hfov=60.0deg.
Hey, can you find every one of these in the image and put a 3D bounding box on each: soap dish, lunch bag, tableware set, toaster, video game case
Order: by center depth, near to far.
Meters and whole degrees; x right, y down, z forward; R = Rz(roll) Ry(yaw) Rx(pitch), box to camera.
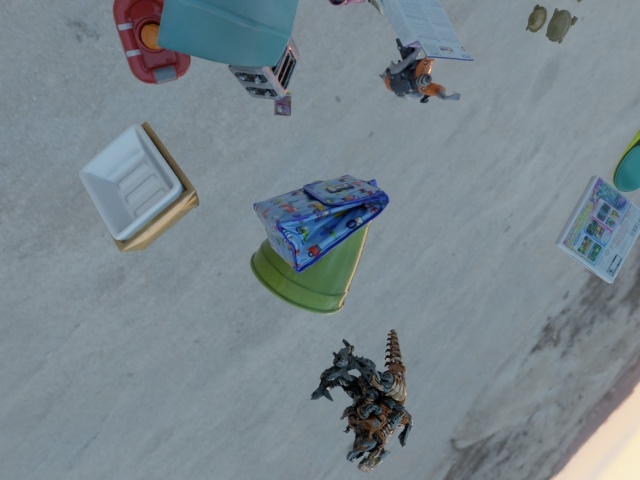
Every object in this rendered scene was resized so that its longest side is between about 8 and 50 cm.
[{"bbox_3d":[0.539,-0.021,1.060,0.157,0.143,0.019,-59,-167,-6],"label":"video game case"},{"bbox_3d":[0.495,-0.500,1.170,0.020,0.168,0.141,4,118,-23],"label":"tableware set"},{"bbox_3d":[0.016,-0.069,1.338,0.293,0.221,0.138,-27,112,-13],"label":"lunch bag"},{"bbox_3d":[-0.448,-0.132,1.377,0.229,0.291,0.118,-40,149,1],"label":"soap dish"},{"bbox_3d":[-0.148,-0.493,1.502,0.168,0.110,0.185,44,65,-69],"label":"toaster"}]

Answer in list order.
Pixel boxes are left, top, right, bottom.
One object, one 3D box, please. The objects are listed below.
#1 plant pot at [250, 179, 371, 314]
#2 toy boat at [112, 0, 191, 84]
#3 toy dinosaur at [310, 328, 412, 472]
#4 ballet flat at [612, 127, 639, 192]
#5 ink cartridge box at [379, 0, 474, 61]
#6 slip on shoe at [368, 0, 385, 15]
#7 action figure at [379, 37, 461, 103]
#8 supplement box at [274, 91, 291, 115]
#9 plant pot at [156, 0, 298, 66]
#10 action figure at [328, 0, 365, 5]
[{"bbox_3d":[0.000,0.000,1.883,0.367,0.366,0.352,-1,127,-52],"label":"plant pot"},{"bbox_3d":[-0.392,-0.483,1.296,0.151,0.151,0.230,-19,115,-14],"label":"toy boat"},{"bbox_3d":[0.108,0.335,1.216,0.164,0.219,0.322,-63,179,27],"label":"toy dinosaur"},{"bbox_3d":[0.637,-0.195,1.055,0.077,0.077,0.230,-55,162,-42],"label":"ballet flat"},{"bbox_3d":[0.250,-0.513,1.331,0.223,0.223,0.045,-15,165,-46],"label":"ink cartridge box"},{"bbox_3d":[0.173,-0.775,1.775,0.041,0.051,0.135,-10,157,20],"label":"slip on shoe"},{"bbox_3d":[0.324,-0.621,1.980,0.179,0.330,0.341,-39,114,-21],"label":"action figure"},{"bbox_3d":[-0.135,-0.489,1.984,0.055,0.043,0.083,0,98,-19],"label":"supplement box"},{"bbox_3d":[-0.173,-0.445,1.074,0.235,0.165,0.166,16,158,-18],"label":"plant pot"},{"bbox_3d":[0.055,-0.972,2.058,0.276,0.370,0.248,-30,127,35],"label":"action figure"}]
